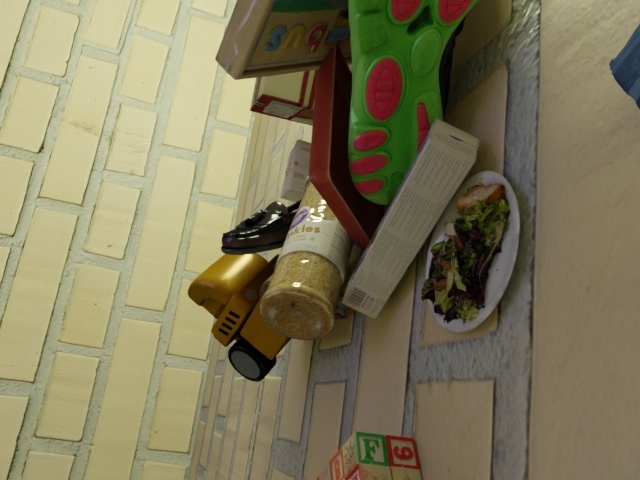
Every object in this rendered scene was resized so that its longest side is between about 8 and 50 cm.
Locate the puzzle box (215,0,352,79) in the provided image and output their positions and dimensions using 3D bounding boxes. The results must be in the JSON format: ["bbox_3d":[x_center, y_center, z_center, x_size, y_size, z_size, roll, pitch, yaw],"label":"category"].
[{"bbox_3d":[0.051,-0.377,0.844,0.052,0.409,0.272,49,133,15],"label":"puzzle box"}]

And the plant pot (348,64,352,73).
[{"bbox_3d":[0.091,-0.288,1.092,0.096,0.109,0.109,52,128,55],"label":"plant pot"}]

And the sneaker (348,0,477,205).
[{"bbox_3d":[0.114,-0.288,0.787,0.202,0.185,0.483,-92,11,-58],"label":"sneaker"}]

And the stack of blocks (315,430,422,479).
[{"bbox_3d":[0.036,0.407,0.759,0.171,0.087,0.297,-95,24,-46],"label":"stack of blocks"}]

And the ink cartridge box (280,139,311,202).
[{"bbox_3d":[-0.035,-0.172,1.430,0.090,0.092,0.143,153,130,-70],"label":"ink cartridge box"}]

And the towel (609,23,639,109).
[{"bbox_3d":[0.281,-0.133,0.457,0.119,0.029,0.067,-93,23,-45],"label":"towel"}]

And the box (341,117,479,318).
[{"bbox_3d":[0.116,-0.016,0.808,0.063,0.067,0.324,-64,-2,-49],"label":"box"}]

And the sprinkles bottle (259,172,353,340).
[{"bbox_3d":[0.000,0.000,0.989,0.355,0.121,0.121,-73,9,-45],"label":"sprinkles bottle"}]

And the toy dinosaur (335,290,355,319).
[{"bbox_3d":[0.046,0.125,1.034,0.090,0.047,0.082,-118,22,-48],"label":"toy dinosaur"}]

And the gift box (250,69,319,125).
[{"bbox_3d":[-0.042,-0.426,1.366,0.276,0.255,0.258,-165,86,-70],"label":"gift box"}]

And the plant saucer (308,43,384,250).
[{"bbox_3d":[0.046,-0.131,0.923,0.259,0.047,0.258,52,-145,-53],"label":"plant saucer"}]

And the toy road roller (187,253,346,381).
[{"bbox_3d":[-0.123,0.104,1.149,0.202,0.240,0.329,-46,-5,-44],"label":"toy road roller"}]

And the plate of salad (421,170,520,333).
[{"bbox_3d":[0.169,0.011,0.690,0.200,0.048,0.200,-167,90,-73],"label":"plate of salad"}]

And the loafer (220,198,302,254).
[{"bbox_3d":[-0.076,-0.045,1.130,0.109,0.302,0.095,8,107,42],"label":"loafer"}]
